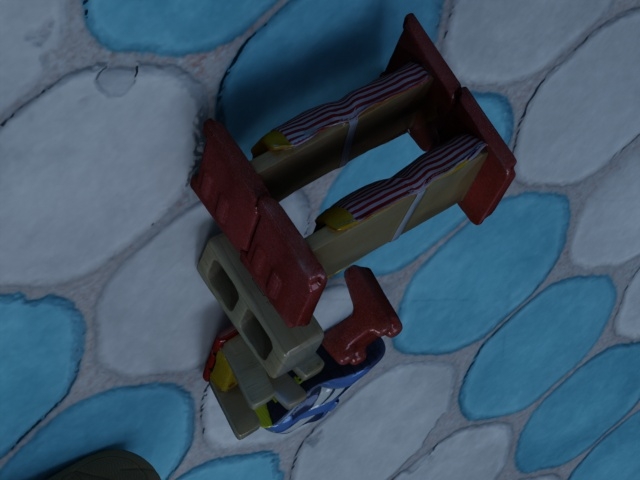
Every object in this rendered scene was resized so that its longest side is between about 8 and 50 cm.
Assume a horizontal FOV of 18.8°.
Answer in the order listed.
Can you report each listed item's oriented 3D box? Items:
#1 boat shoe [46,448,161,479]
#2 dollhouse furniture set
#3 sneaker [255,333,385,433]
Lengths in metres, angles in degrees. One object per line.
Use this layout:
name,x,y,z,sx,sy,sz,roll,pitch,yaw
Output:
boat shoe,-0.261,0.277,1.667,0.285,0.103,0.092,-26,142,-35
dollhouse furniture set,0.000,0.000,1.606,0.201,0.152,0.374,-29,165,-22
sneaker,-0.001,0.134,1.830,0.144,0.053,0.059,-32,149,0
